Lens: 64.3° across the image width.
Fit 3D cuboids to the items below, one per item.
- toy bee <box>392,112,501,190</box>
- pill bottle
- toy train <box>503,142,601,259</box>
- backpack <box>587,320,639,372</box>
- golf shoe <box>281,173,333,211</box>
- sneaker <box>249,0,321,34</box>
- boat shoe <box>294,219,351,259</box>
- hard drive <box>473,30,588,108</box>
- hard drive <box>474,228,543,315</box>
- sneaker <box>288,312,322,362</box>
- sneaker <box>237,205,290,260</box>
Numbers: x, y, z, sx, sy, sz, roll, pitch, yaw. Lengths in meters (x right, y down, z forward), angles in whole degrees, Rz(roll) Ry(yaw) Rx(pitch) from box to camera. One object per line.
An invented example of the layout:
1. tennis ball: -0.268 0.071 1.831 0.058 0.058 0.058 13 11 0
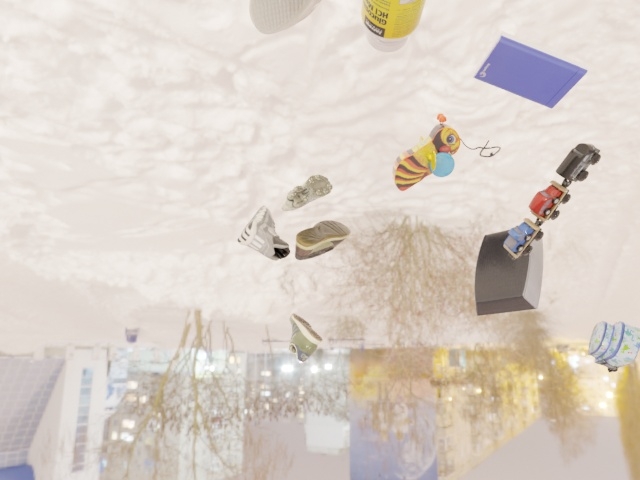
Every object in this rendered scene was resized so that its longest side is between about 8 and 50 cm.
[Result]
1. toy bee: 0.328 -0.270 1.448 0.298 0.162 0.195 -31 -156 -10
2. pill bottle: 0.220 -0.723 1.522 0.188 0.187 0.334 0 165 0
3. toy train: 0.264 -0.043 0.592 0.036 0.027 0.158 10 120 -33
4. backpack: 0.670 0.235 1.163 0.084 0.104 0.114 23 161 10
5. golf shoe: -0.043 -0.132 1.442 0.176 0.069 0.086 -27 177 -40
6. sneaker: 0.006 -0.559 1.060 0.366 0.135 0.150 -27 180 39
7. boat shoe: 0.000 0.001 1.405 0.080 0.073 0.224 37 -150 22
8. hard drive: 0.739 -0.600 1.814 0.319 0.040 0.210 21 156 -2
9. hard drive: 0.485 0.071 1.326 0.172 0.254 0.054 -15 131 39
10. sneaker: -0.060 0.265 1.383 0.064 0.086 0.192 33 179 -22
11. sneaker: -0.136 -0.007 1.339 0.132 0.086 0.228 37 -161 -9
